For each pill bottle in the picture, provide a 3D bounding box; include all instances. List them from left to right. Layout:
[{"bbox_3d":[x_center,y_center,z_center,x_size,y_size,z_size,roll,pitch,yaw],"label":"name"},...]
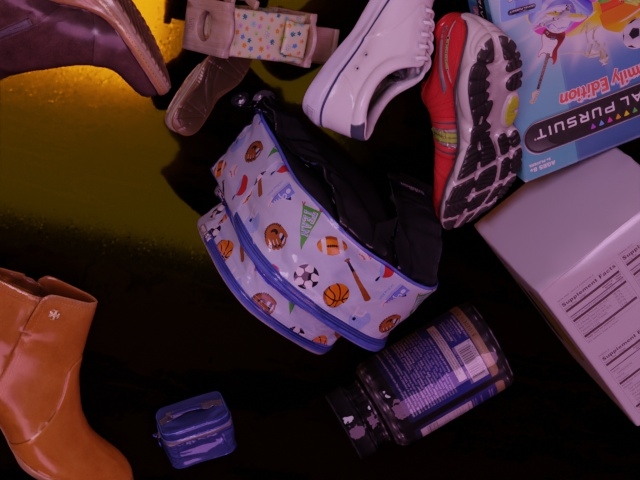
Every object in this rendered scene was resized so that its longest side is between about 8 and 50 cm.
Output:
[{"bbox_3d":[0.122,0.181,1.860,0.219,0.123,0.123,-29,121,-4],"label":"pill bottle"}]

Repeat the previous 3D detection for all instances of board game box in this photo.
[{"bbox_3d":[0.309,-0.268,1.738,0.253,0.079,0.336,-22,120,-9],"label":"board game box"}]

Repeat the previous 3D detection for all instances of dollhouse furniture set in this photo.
[{"bbox_3d":[-0.037,-0.271,1.587,0.181,0.101,0.161,1,102,-33],"label":"dollhouse furniture set"}]

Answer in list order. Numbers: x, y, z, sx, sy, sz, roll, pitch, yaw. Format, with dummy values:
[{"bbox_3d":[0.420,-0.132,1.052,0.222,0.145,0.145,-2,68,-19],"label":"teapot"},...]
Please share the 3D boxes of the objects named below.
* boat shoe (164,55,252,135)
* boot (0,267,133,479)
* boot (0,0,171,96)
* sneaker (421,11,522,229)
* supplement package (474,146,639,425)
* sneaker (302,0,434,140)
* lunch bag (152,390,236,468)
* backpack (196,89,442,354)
[{"bbox_3d":[-0.127,-0.176,1.641,0.135,0.045,0.050,-51,120,-16],"label":"boat shoe"},{"bbox_3d":[-0.302,0.160,1.707,0.295,0.104,0.211,27,103,-24],"label":"boot"},{"bbox_3d":[-0.299,-0.206,1.559,0.207,0.090,0.248,-32,123,11],"label":"boot"},{"bbox_3d":[0.168,-0.143,1.730,0.107,0.118,0.279,-19,133,-28],"label":"sneaker"},{"bbox_3d":[0.366,0.045,1.839,0.198,0.199,0.263,-39,121,2],"label":"supplement package"},{"bbox_3d":[0.088,-0.220,1.642,0.258,0.091,0.094,-56,162,-4],"label":"sneaker"},{"bbox_3d":[-0.157,0.229,1.813,0.098,0.067,0.065,-17,119,-10],"label":"lunch bag"},{"bbox_3d":[0.000,0.000,1.647,0.276,0.263,0.213,28,103,-30],"label":"backpack"}]
